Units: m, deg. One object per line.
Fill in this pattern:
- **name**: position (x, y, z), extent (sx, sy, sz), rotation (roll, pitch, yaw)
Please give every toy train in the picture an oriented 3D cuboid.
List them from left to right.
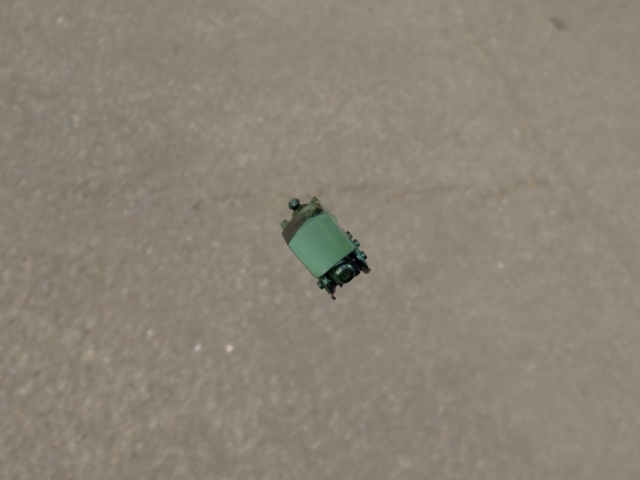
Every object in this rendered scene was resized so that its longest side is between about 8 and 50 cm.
- **toy train**: position (0.000, 0.000, 0.851), extent (0.053, 0.033, 0.083), rotation (51, 2, -19)
